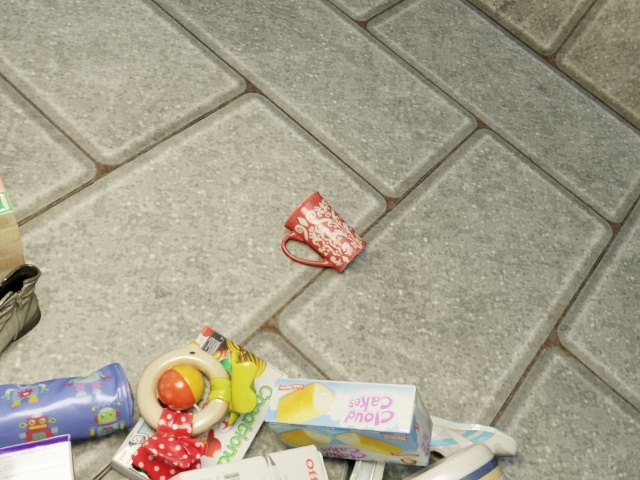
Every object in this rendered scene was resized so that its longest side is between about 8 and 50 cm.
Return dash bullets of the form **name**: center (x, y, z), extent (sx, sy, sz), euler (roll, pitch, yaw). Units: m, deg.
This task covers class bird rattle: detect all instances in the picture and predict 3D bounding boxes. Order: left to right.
- **bird rattle**: center (-0.230, 0.289, 1.133), extent (0.253, 0.143, 0.207), euler (-37, 63, -22)

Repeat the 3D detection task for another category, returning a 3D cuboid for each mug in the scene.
- **mug**: center (0.004, -0.003, 1.491), extent (0.169, 0.150, 0.113), euler (43, 17, 6)

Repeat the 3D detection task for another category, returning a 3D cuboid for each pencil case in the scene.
- **pencil case**: center (-0.474, 0.286, 1.087), extent (0.306, 0.119, 0.133), euler (-6, 21, -23)

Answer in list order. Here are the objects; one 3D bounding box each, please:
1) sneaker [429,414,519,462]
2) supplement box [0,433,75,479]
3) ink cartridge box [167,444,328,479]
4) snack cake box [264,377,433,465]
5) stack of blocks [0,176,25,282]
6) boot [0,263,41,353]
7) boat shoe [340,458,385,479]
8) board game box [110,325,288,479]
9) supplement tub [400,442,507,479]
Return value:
- **sneaker**: center (0.287, 0.418, 1.306), extent (0.229, 0.087, 0.092), euler (10, 61, -5)
- **supplement box**: center (-0.433, 0.434, 1.003), extent (0.114, 0.111, 0.220), euler (-7, 59, -24)
- **ink cartridge box**: center (-0.110, 0.461, 1.046), extent (0.273, 0.114, 0.197), euler (3, 59, -40)
- **snack cake box**: center (0.054, 0.324, 1.158), extent (0.264, 0.152, 0.089), euler (-3, 49, 23)
- **stack of blocks**: center (-0.592, -0.023, 1.141), extent (0.087, 0.297, 0.171), euler (-19, 65, -28)
- **boot**: center (-0.579, 0.153, 1.110), extent (0.083, 0.161, 0.246), euler (30, 52, 2)
- **boat shoe**: center (0.075, 0.407, 1.230), extent (0.081, 0.079, 0.227), euler (21, 55, -11)
- **board game box**: center (-0.213, 0.328, 1.194), extent (0.193, 0.053, 0.305), euler (31, 52, 1)
- **supplement tub**: center (0.263, 0.539, 1.108), extent (0.228, 0.228, 0.316), euler (-17, 68, -29)
